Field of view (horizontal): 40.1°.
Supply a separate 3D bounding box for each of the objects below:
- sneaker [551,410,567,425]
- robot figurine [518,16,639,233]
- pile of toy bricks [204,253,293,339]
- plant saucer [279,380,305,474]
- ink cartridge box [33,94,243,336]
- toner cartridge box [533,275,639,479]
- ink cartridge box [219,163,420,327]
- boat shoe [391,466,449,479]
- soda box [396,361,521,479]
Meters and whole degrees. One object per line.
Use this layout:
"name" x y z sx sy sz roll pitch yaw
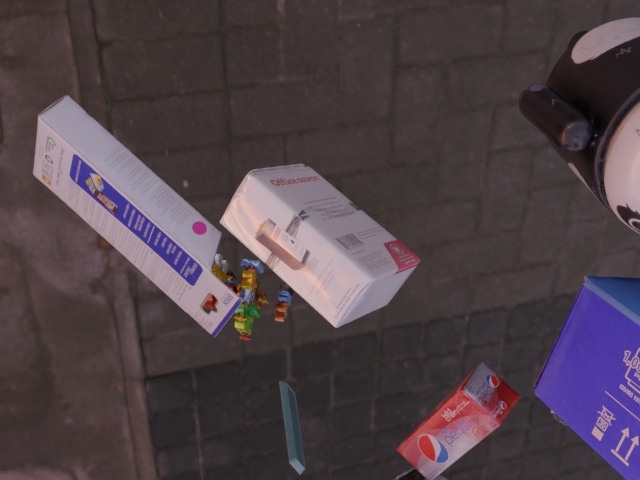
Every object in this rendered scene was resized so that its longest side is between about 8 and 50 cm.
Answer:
"sneaker" 0.668 0.357 2.043 0.275 0.110 0.107 -12 110 38
"robot figurine" 0.323 -0.111 0.861 0.209 0.278 0.173 -28 123 6
"pile of toy bricks" -0.118 0.108 1.425 0.118 0.105 0.212 6 160 15
"plant saucer" -0.057 0.385 1.824 0.018 0.192 0.067 -19 139 8
"ink cartridge box" -0.252 -0.027 1.245 0.069 0.371 0.176 -45 178 -30
"toner cartridge box" 0.266 0.132 0.364 0.165 0.348 0.075 3 116 -32
"ink cartridge box" 0.000 0.000 1.158 0.092 0.218 0.158 -55 161 24
"boat shoe" 0.105 0.508 1.620 0.306 0.105 0.113 -28 122 -28
"soda box" 0.241 0.328 1.564 0.083 0.092 0.263 -39 167 -40
